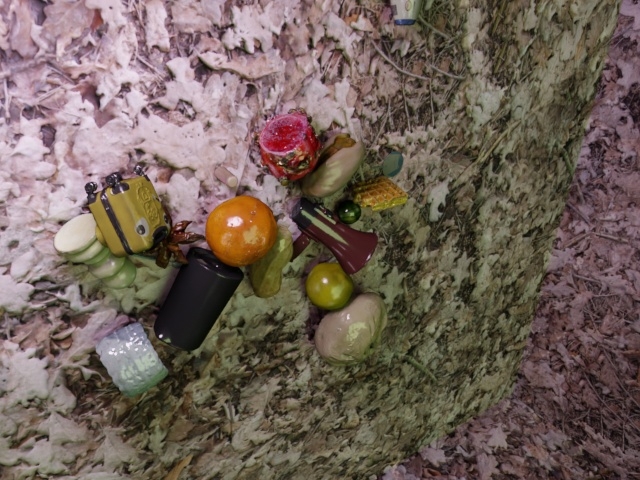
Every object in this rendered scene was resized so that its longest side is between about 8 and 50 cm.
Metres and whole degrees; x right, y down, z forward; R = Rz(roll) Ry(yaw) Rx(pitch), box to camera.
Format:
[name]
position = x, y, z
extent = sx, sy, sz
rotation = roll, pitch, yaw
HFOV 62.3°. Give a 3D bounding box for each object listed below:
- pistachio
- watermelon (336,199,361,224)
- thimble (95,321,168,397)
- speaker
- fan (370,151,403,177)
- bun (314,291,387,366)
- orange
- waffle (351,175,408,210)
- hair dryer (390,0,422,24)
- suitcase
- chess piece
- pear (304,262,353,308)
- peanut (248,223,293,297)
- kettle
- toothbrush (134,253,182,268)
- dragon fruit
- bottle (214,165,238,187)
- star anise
[pistachio]
position = 0.044, -0.262, 1.910
extent = 0.288, 0.166, 0.197
rotation = -41, 157, -17
[watermelon]
position = 0.116, -0.114, 2.094
extent = 0.109, 0.109, 0.108
rotation = -19, 125, -29
[thimble]
position = -0.618, 0.398, 1.737
extent = 0.172, 0.205, 0.250
rotation = -29, 135, -21
[speaker]
position = 0.013, -0.011, 2.037
extent = 0.330, 0.259, 0.198
rotation = 31, 50, -17
[fan]
position = 0.273, -0.306, 2.167
extent = 0.175, 0.005, 0.113
rotation = -15, 124, -33
[bun]
position = 0.143, 0.381, 2.271
extent = 0.362, 0.234, 0.326
rotation = -39, 151, -9
[orange]
position = -0.260, -0.033, 1.746
extent = 0.240, 0.240, 0.239
rotation = -19, 125, -29
[waffle]
position = 0.214, -0.183, 2.090
extent = 0.211, 0.160, 0.055
rotation = -15, 132, -27
[hair dryer]
position = 0.233, -0.895, 1.747
extent = 0.298, 0.119, 0.295
rotation = 13, 100, -29
[suitcase]
position = -0.544, -0.074, 1.494
extent = 0.143, 0.194, 0.234
rotation = -17, 104, 11
[chess piece]
position = -0.648, 0.052, 1.575
extent = 0.144, 0.144, 0.251
rotation = -41, 139, -12
[pear]
position = 0.035, 0.184, 2.142
extent = 0.198, 0.198, 0.198
rotation = -19, 125, -29
[peanut]
position = -0.184, 0.080, 1.945
extent = 0.147, 0.147, 0.305
rotation = 5, 115, -40
[kettle]
position = -0.419, 0.194, 1.820
extent = 0.203, 0.262, 0.308
rotation = 29, 100, -9
[toothbrush]
position = -0.547, 0.061, 1.730
extent = 0.220, 0.016, 0.019
rotation = 20, 110, -44
[dragon fruit]
position = -0.109, -0.325, 1.734
extent = 0.147, 0.211, 0.282
rotation = 42, 60, -50
[bottle]
position = -0.304, -0.204, 1.710
extent = 0.045, 0.096, 0.045
rotation = -19, 127, -28
[star anise]
position = -0.485, -0.004, 1.652
extent = 0.212, 0.196, 0.111
rotation = -34, 174, 22
